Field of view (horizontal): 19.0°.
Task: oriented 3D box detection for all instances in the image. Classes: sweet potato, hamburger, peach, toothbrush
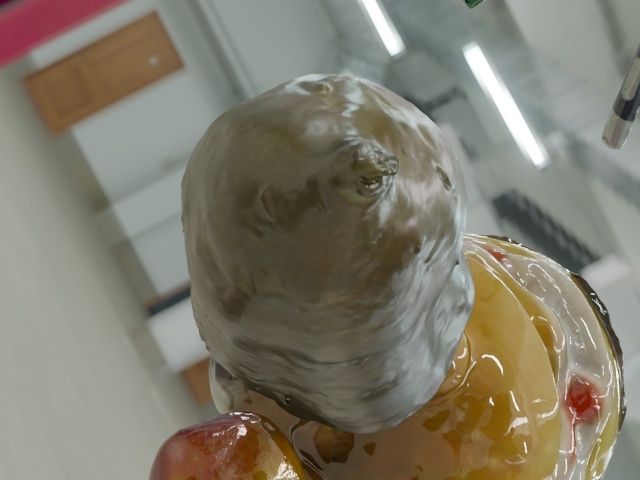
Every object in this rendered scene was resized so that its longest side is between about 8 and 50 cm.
[{"bbox_3d":[0.000,0.000,0.945,0.158,0.158,0.370,61,-2,18],"label":"sweet potato"},{"bbox_3d":[0.053,0.120,1.317,0.237,0.276,0.276,-7,66,-62],"label":"hamburger"},{"bbox_3d":[-0.055,0.151,1.156,0.101,0.100,0.101,62,-3,5],"label":"peach"},{"bbox_3d":[0.242,-0.173,1.287,0.024,0.026,0.288,56,-37,37],"label":"toothbrush"}]

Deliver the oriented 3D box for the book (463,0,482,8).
[{"bbox_3d":[0.134,-0.160,0.882,0.017,0.135,0.103,54,-32,-3],"label":"book"}]
